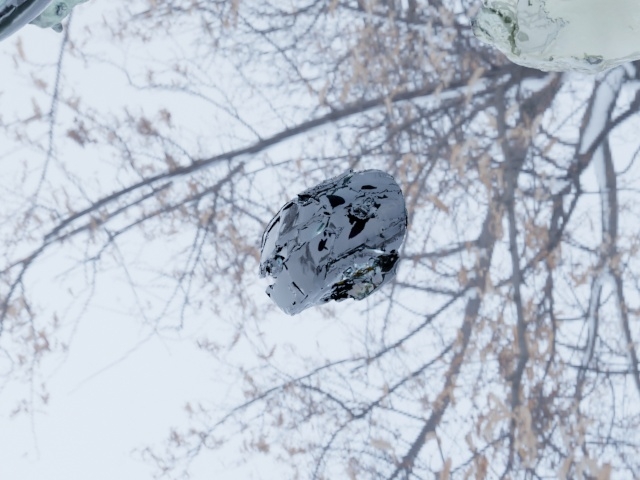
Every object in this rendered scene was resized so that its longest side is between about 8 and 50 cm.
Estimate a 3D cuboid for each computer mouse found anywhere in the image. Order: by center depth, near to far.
[{"bbox_3d":[0.000,0.000,0.937,0.241,0.077,0.146,-37,-123,41],"label":"computer mouse"}]

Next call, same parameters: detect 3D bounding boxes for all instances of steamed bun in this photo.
[{"bbox_3d":[0.339,-0.301,0.804,0.394,0.346,0.237,-53,-139,-8],"label":"steamed bun"}]

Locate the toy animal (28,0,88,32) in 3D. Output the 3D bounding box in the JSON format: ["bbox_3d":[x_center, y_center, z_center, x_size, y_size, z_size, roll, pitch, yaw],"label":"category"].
[{"bbox_3d":[-0.321,-0.359,1.082,0.121,0.094,0.225,32,-125,-8],"label":"toy animal"}]

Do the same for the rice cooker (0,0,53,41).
[{"bbox_3d":[-0.199,-0.221,0.389,0.241,0.227,0.280,11,-91,40],"label":"rice cooker"}]
